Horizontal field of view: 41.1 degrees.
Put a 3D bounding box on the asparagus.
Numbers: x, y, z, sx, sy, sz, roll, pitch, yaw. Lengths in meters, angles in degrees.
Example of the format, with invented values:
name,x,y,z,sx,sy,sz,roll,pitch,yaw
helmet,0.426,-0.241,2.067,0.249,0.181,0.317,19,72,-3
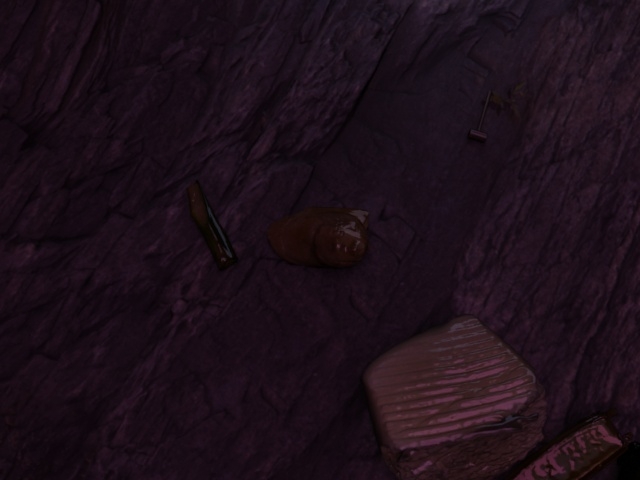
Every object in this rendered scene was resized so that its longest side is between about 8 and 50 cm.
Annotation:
name,x,y,z,sx,sy,sz,roll,pitch,yaw
asparagus,-0.207,-0.030,1.582,0.045,0.041,0.178,-24,78,-17

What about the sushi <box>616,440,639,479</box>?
name,x,y,z,sx,sy,sz,roll,pitch,yaw
sushi,0.685,0.475,1.420,0.351,0.178,0.294,0,80,9

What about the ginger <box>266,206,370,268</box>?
name,x,y,z,sx,sy,sz,roll,pitch,yaw
ginger,-0.004,0.000,1.553,0.193,0.122,0.115,-3,97,2

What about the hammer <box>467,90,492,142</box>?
name,x,y,z,sx,sy,sz,roll,pitch,yaw
hammer,0.320,-0.245,1.678,0.035,0.019,0.110,19,71,1

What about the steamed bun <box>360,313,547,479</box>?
name,x,y,z,sx,sy,sz,roll,pitch,yaw
steamed bun,0.222,0.301,1.446,0.290,0.272,0.273,-17,44,-8

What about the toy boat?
name,x,y,z,sx,sy,sz,roll,pitch,yaw
toy boat,0.410,0.395,1.478,0.310,0.115,0.089,-32,74,-11
